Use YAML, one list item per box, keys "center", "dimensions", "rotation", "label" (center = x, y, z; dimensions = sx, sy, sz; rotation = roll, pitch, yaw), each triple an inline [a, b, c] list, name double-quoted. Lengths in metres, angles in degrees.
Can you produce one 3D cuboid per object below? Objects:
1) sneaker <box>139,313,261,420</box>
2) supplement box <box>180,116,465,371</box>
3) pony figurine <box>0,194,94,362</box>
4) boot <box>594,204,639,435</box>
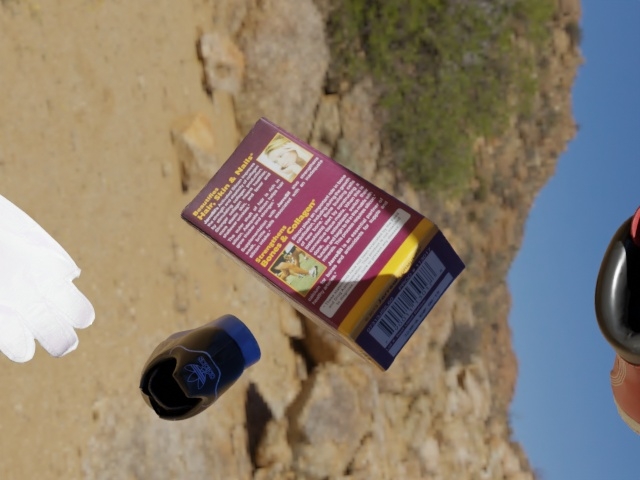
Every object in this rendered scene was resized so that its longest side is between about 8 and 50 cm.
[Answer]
- center: [-0.146, 0.139, 1.104]
  dimensions: [0.081, 0.090, 0.232]
  rotation: [54, -34, 2]
  label: "sneaker"
- center: [0.000, 0.000, 0.845]
  dimensions: [0.188, 0.104, 0.081]
  rotation: [34, -8, 34]
  label: "supplement box"
- center: [-0.418, 0.030, 0.922]
  dimensions: [0.351, 0.363, 0.303]
  rotation: [54, 47, -2]
  label: "pony figurine"
- center: [0.234, -0.017, 0.643]
  dimensions: [0.244, 0.088, 0.176]
  rotation: [-59, 147, -18]
  label: "boot"
